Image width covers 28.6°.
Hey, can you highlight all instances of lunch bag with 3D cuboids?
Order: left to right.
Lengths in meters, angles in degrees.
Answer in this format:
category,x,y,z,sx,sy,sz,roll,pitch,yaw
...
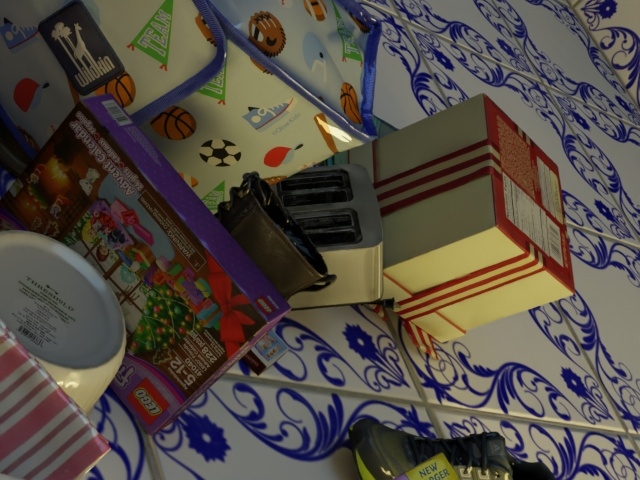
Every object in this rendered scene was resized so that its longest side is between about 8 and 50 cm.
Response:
category,x,y,z,sx,sy,sz,roll,pitch,yaw
lunch bag,-0.171,-0.204,1.406,0.385,0.327,0.239,35,43,-38

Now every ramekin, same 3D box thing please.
category,x,y,z,sx,sy,sz,roll,pitch,yaw
ramekin,-0.281,0.087,1.185,0.207,0.109,0.207,33,31,-23

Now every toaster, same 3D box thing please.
category,x,y,z,sx,sy,sz,roll,pitch,yaw
toaster,0.000,0.000,1.582,0.185,0.110,0.168,-5,45,-5

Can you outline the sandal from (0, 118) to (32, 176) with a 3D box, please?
category,x,y,z,sx,sy,sz,roll,pitch,yaw
sandal,-0.373,-0.138,1.414,0.180,0.049,0.072,40,29,-11

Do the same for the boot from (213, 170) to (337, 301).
category,x,y,z,sx,sy,sz,roll,pitch,yaw
boot,-0.133,0.004,1.356,0.263,0.229,0.091,44,29,-3

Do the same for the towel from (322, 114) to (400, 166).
category,x,y,z,sx,sy,sz,roll,pitch,yaw
towel,0.112,-0.078,1.980,0.271,0.040,0.370,31,32,-22

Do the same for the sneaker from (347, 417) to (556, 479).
category,x,y,z,sx,sy,sz,roll,pitch,yaw
sneaker,0.159,0.268,1.510,0.300,0.121,0.111,24,35,-33

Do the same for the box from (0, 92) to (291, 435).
category,x,y,z,sx,sy,sz,roll,pitch,yaw
box,-0.194,0.026,1.281,0.293,0.201,0.057,49,28,8

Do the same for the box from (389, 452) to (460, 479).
category,x,y,z,sx,sy,sz,roll,pitch,yaw
box,0.086,0.368,1.215,0.213,0.117,0.243,-21,66,-32

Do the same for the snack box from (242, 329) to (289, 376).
category,x,y,z,sx,sy,sz,roll,pitch,yaw
snack box,-0.114,0.080,1.500,0.178,0.022,0.064,48,28,4

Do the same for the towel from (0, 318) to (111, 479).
category,x,y,z,sx,sy,sz,roll,pitch,yaw
towel,-0.293,0.151,1.061,0.197,0.144,0.029,49,-12,0

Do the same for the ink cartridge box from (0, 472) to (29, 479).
category,x,y,z,sx,sy,sz,roll,pitch,yaw
ink cartridge box,-0.240,0.290,0.936,0.283,0.117,0.207,23,47,-35

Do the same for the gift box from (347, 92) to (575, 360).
category,x,y,z,sx,sy,sz,roll,pitch,yaw
gift box,0.188,-0.004,1.736,0.276,0.258,0.255,41,40,-40
